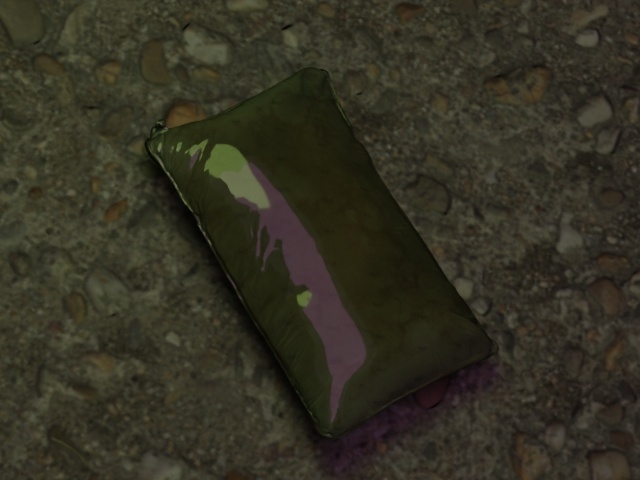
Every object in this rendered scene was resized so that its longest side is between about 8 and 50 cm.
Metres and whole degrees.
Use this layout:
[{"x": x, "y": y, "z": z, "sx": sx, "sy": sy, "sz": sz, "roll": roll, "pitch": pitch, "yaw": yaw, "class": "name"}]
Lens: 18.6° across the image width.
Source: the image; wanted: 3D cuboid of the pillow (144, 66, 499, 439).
[{"x": 0.000, "y": 0.000, "z": 1.602, "sx": 0.185, "sy": 0.075, "sz": 0.302, "roll": -26, "pitch": 78, "yaw": -28, "class": "pillow"}]
